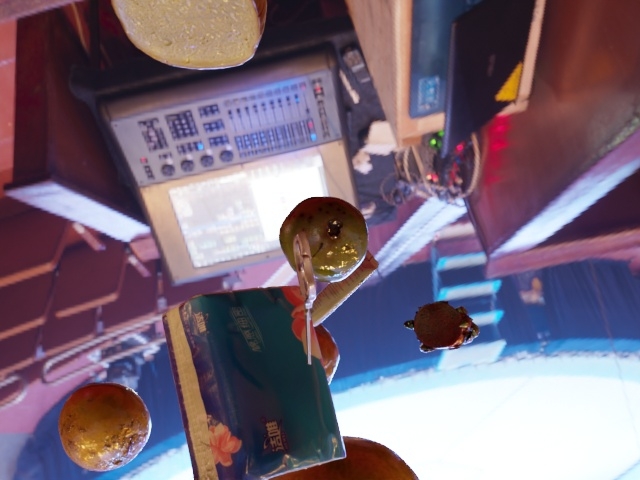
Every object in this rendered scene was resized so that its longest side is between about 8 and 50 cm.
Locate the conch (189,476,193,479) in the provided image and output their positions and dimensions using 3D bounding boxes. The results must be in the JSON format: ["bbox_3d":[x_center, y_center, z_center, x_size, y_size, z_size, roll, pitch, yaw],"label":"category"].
[{"bbox_3d":[-0.223,0.509,1.334,0.095,0.200,0.079,-8,138,-32],"label":"conch"}]

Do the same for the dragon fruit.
[{"bbox_3d":[0.307,0.219,1.889,0.175,0.142,0.138,20,101,-39],"label":"dragon fruit"}]

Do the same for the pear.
[{"bbox_3d":[0.046,0.566,1.546,0.363,0.362,0.418,-21,169,12],"label":"pear"}]

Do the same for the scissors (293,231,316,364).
[{"bbox_3d":[-0.018,0.082,0.970,0.015,0.100,0.188,-6,124,-9],"label":"scissors"}]

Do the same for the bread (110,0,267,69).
[{"bbox_3d":[-0.194,-0.352,1.155,0.236,0.069,0.236,5,145,4],"label":"bread"}]

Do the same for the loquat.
[{"bbox_3d":[-0.564,0.485,2.041,0.235,0.235,0.235,-9,146,-6],"label":"loquat"}]

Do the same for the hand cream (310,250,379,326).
[{"bbox_3d":[0.037,0.117,1.789,0.234,0.080,0.050,-43,124,5],"label":"hand cream"}]

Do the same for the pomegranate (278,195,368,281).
[{"bbox_3d":[0.012,0.005,1.592,0.179,0.179,0.210,-18,160,7],"label":"pomegranate"}]

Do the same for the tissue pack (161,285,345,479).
[{"bbox_3d":[-0.093,0.207,1.116,0.209,0.269,0.137,-2,160,-37],"label":"tissue pack"}]

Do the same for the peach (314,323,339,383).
[{"bbox_3d":[-0.063,0.288,1.939,0.214,0.235,0.214,0,107,-1],"label":"peach"}]
